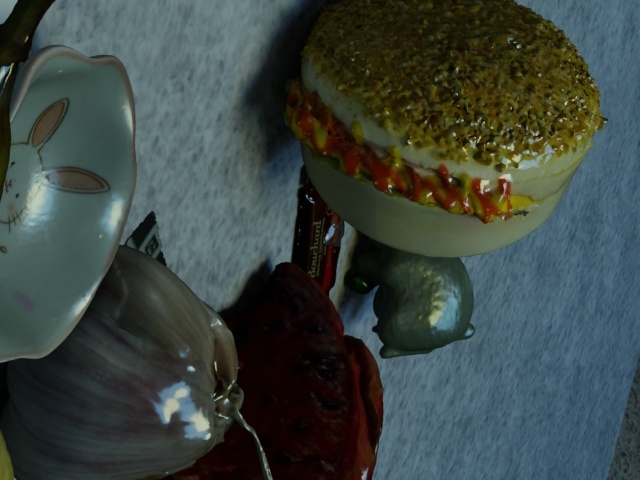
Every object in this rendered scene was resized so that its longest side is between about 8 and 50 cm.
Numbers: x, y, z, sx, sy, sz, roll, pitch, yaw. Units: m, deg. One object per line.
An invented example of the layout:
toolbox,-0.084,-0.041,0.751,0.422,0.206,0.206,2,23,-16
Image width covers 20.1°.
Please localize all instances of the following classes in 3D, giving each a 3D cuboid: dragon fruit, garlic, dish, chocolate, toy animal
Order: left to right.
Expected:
dish,-0.209,-0.031,1.205,0.229,0.081,0.229,16,90,-70
garlic,-0.124,0.121,1.382,0.256,0.207,0.207,39,67,-24
dragon fruit,-0.003,0.231,1.700,0.286,0.228,0.329,-55,151,-36
chocolate,0.000,0.000,1.775,0.086,0.028,0.182,-28,135,-54
toy animal,0.096,0.001,1.893,0.108,0.138,0.236,-118,-152,-80

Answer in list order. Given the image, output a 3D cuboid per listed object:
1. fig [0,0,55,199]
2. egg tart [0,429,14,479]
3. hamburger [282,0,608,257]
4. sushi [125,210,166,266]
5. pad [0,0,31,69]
fig,-0.237,-0.047,1.017,0.274,0.145,0.170,-49,155,6
egg tart,-0.230,0.164,0.863,0.341,0.132,0.341,6,90,-78
hamburger,0.112,-0.123,1.617,0.294,0.276,0.179,-54,163,-44
sushi,-0.149,0.086,1.504,0.139,0.031,0.201,-54,152,-33
pad,-0.244,-0.057,1.209,0.156,0.004,0.232,-32,136,-56
